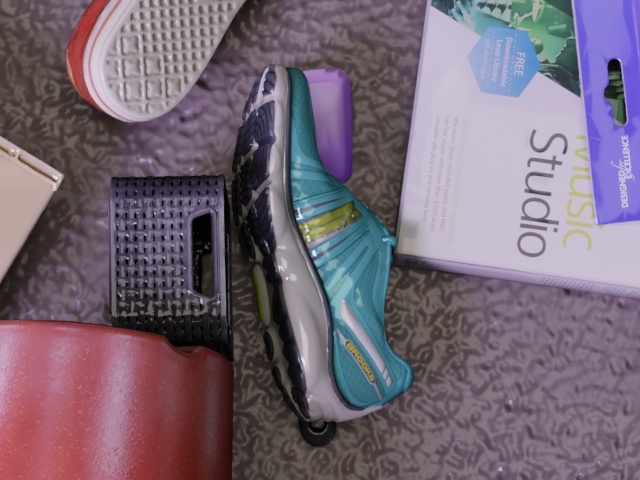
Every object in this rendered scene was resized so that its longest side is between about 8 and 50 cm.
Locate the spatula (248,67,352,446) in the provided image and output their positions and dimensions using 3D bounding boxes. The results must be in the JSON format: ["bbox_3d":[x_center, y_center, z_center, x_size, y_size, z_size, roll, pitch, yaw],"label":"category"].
[{"bbox_3d":[-0.011,0.013,1.543,0.084,0.030,0.296,-3,81,-1],"label":"spatula"}]

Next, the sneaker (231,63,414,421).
[{"bbox_3d":[0.000,0.000,1.493,0.110,0.107,0.275,-11,85,-19],"label":"sneaker"}]

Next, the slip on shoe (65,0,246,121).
[{"bbox_3d":[-0.089,-0.230,1.544,0.123,0.101,0.331,46,69,-29],"label":"slip on shoe"}]

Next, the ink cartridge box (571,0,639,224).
[{"bbox_3d":[0.301,-0.122,1.489,0.208,0.045,0.206,-7,86,5],"label":"ink cartridge box"}]

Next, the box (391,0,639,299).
[{"bbox_3d":[0.229,-0.074,1.548,0.322,0.058,0.232,8,80,-2],"label":"box"}]

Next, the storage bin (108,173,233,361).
[{"bbox_3d":[-0.109,0.024,1.463,0.084,0.180,0.122,-2,81,-2],"label":"storage bin"}]

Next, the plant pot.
[{"bbox_3d":[-0.173,0.202,1.357,0.272,0.272,0.265,5,76,0],"label":"plant pot"}]

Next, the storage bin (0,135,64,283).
[{"bbox_3d":[-0.368,0.000,1.452,0.260,0.123,0.262,32,82,-16],"label":"storage bin"}]
